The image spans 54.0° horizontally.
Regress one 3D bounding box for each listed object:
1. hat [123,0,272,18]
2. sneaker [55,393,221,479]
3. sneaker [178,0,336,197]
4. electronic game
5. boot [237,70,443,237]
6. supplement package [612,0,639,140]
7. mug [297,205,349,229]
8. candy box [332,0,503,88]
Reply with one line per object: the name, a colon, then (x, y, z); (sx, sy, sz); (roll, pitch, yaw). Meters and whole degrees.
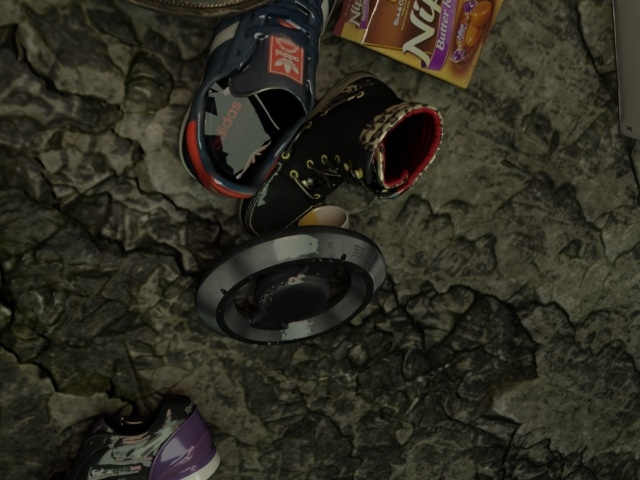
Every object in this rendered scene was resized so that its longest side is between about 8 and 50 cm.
hat: (-0.086, -0.340, 0.465); (0.331, 0.134, 0.332); (-3, 102, -14)
sneaker: (-0.278, 0.283, 0.784); (0.283, 0.107, 0.124); (-24, 104, -13)
sneaker: (-0.041, -0.200, 0.614); (0.131, 0.148, 0.350); (11, 108, -24)
electronic game: (-0.033, 0.058, 0.743); (0.229, 0.048, 0.229); (-10, 144, -7)
boot: (0.012, -0.074, 0.669); (0.085, 0.178, 0.236); (40, 94, -29)
supplement package: (0.479, -0.246, 0.749); (0.145, 0.204, 0.262); (-24, 119, -8)
mug: (0.004, -0.002, 0.778); (0.062, 0.078, 0.064); (-46, 136, -34)
candy box: (0.109, -0.240, 0.672); (0.186, 0.053, 0.109); (6, 111, -42)
